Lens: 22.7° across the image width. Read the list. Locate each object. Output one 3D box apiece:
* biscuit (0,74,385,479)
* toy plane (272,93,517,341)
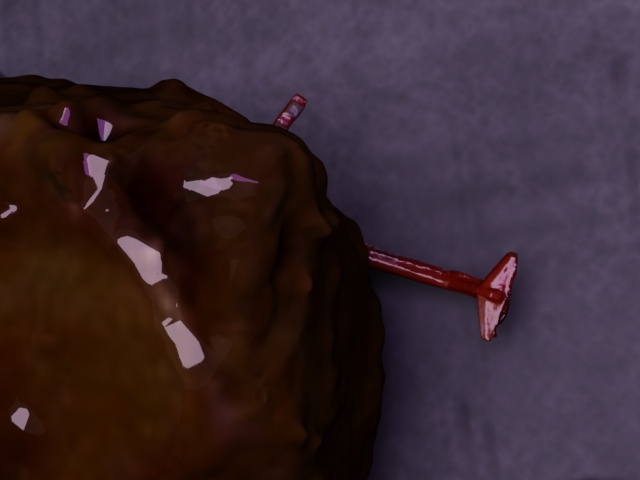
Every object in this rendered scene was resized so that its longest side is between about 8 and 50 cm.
[{"bbox_3d":[-0.170,0.087,0.749,0.395,0.166,0.342,8,106,20],"label":"biscuit"},{"bbox_3d":[0.001,-0.008,0.800,0.194,0.077,0.126,-4,85,11],"label":"toy plane"}]
